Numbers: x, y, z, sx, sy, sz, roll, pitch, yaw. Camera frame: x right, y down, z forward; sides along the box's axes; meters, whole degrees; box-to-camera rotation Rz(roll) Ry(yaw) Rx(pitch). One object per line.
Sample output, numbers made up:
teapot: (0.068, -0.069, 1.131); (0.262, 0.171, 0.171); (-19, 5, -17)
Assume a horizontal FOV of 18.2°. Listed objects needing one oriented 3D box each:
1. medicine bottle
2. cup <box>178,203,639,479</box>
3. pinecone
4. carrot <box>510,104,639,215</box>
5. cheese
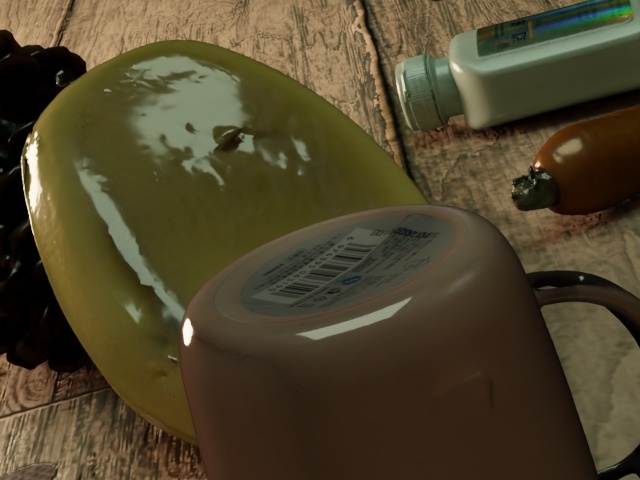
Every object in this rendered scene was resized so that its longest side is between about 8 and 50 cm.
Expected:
medicine bottle: (0.183, -0.152, 1.748); (0.229, 0.083, 0.121); (-15, 22, 11)
cup: (0.064, 0.090, 1.000); (0.253, 0.200, 0.191); (-20, 19, -9)
pinecone: (-0.220, -0.024, 1.520); (0.246, 0.246, 0.292); (-24, 39, -19)
carrot: (0.277, -0.088, 1.521); (0.336, 0.069, 0.069); (-23, 20, -27)
cheese: (-0.071, -0.019, 1.345); (0.260, 0.128, 0.316); (-18, 51, -30)
